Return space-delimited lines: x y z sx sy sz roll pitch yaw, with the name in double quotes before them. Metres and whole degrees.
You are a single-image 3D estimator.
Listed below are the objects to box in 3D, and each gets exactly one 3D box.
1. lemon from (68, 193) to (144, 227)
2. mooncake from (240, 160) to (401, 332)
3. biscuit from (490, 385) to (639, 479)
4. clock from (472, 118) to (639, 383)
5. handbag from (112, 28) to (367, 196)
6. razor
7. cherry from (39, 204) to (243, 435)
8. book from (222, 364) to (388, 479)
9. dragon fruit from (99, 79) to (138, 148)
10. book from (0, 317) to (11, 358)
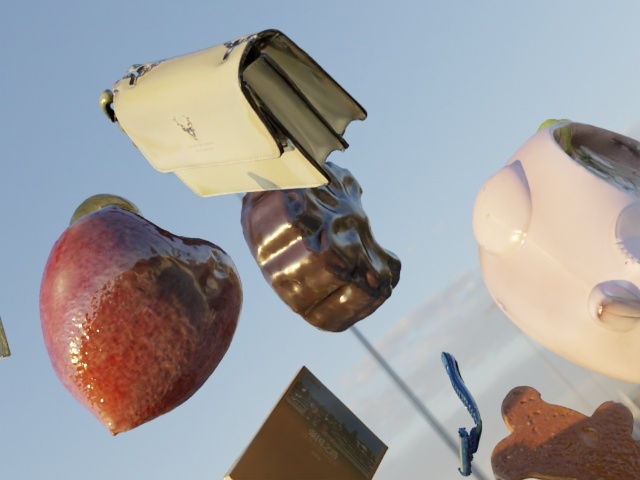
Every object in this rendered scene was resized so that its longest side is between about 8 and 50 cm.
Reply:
"lemon" -0.443 -0.012 2.277 0.170 0.170 0.207 -34 -24 -24
"mooncake" 0.000 0.000 2.314 0.212 0.381 0.350 -38 -10 28
"biscuit" 0.442 0.354 1.768 0.049 0.324 0.205 70 -147 -50
"clock" 0.377 0.035 1.387 0.368 0.376 0.250 13 -65 -19
"handbag" -0.138 -0.190 1.661 0.358 0.237 0.160 -2 50 51
"razor" 0.268 0.305 2.050 0.324 0.056 0.093 -91 -4 -63
"cherry" -0.215 0.088 1.248 0.239 0.206 0.239 -13 -66 -30
"book" -0.017 0.448 2.194 0.028 0.262 0.374 -43 5 36
"dragon fruit" -0.333 -0.277 2.387 0.198 0.273 0.218 105 180 -75
"book" -0.703 0.119 2.134 0.191 0.269 0.025 -19 -5 37
